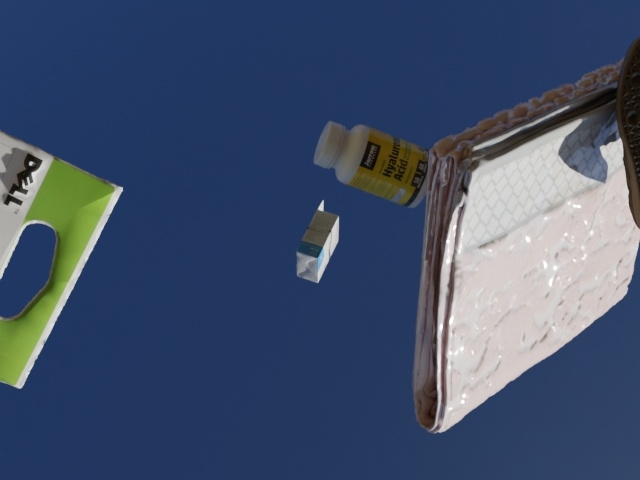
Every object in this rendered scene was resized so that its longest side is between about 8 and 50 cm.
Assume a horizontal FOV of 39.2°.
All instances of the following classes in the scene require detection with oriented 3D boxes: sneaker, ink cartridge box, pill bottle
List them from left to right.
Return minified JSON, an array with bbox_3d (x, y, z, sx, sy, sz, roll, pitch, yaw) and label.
[{"bbox_3d":[-0.301,-0.029,0.674,0.255,0.097,0.189,27,-78,-14],"label":"ink cartridge box"},{"bbox_3d":[0.000,0.000,1.029,0.028,0.048,0.083,17,-127,12],"label":"ink cartridge box"},{"bbox_3d":[0.055,-0.081,0.927,0.116,0.065,0.065,19,-106,-11],"label":"pill bottle"},{"bbox_3d":[0.297,-0.095,0.823,0.066,0.071,0.189,-6,-76,2],"label":"sneaker"}]

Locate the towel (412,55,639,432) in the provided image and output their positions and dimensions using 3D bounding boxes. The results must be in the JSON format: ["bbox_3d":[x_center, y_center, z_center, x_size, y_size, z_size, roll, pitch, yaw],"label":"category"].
[{"bbox_3d":[0.224,-0.001,0.884,0.331,0.317,0.053,-26,-138,-32],"label":"towel"}]
